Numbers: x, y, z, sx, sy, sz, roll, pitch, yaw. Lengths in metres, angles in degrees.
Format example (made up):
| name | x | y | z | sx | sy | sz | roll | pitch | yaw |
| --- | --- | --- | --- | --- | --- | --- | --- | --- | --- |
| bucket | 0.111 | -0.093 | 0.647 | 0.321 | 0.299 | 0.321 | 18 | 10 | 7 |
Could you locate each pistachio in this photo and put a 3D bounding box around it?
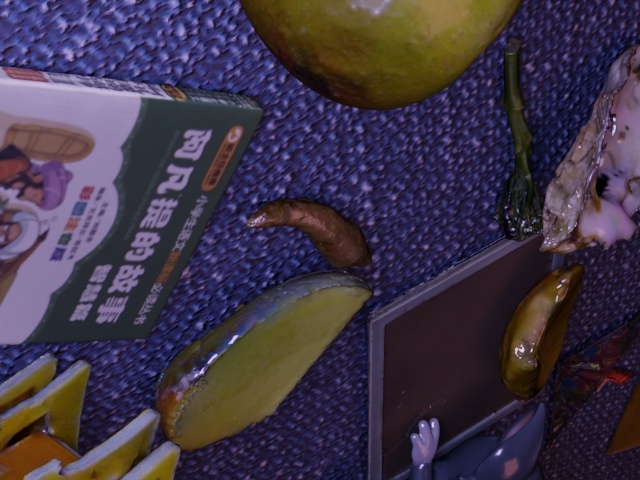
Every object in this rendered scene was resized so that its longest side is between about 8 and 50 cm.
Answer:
| name | x | y | z | sx | sy | sz | roll | pitch | yaw |
| --- | --- | --- | --- | --- | --- | --- | --- | --- | --- |
| pistachio | 0.198 | 0.084 | 1.373 | 0.089 | 0.049 | 0.173 | -47 | 155 | -44 |

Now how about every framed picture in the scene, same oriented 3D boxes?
| name | x | y | z | sx | sy | sz | roll | pitch | yaw |
| --- | --- | --- | --- | --- | --- | --- | --- | --- | --- |
| framed picture | 0.134 | 0.109 | 1.396 | 0.231 | 0.018 | 0.293 | -28 | 144 | -21 |

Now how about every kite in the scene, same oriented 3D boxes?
| name | x | y | z | sx | sy | sz | roll | pitch | yaw |
| --- | --- | --- | --- | --- | --- | --- | --- | --- | --- |
| kite | 0.298 | 0.147 | 1.614 | 0.189 | 0.009 | 0.232 | 13 | 119 | -52 |

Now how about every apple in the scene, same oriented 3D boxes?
| name | x | y | z | sx | sy | sz | roll | pitch | yaw |
| --- | --- | --- | --- | --- | --- | --- | --- | --- | --- |
| apple | 0.035 | -0.175 | 0.837 | 0.157 | 0.196 | 0.196 | 40 | 97 | -26 |

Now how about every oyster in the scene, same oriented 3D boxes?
| name | x | y | z | sx | sy | sz | roll | pitch | yaw |
| --- | --- | --- | --- | --- | --- | --- | --- | --- | --- |
| oyster | 0.243 | -0.076 | 1.245 | 0.133 | 0.072 | 0.209 | 22 | 81 | -55 |

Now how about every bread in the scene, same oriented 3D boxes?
| name | x | y | z | sx | sy | sz | roll | pitch | yaw |
| --- | --- | --- | --- | --- | --- | --- | --- | --- | --- |
| bread | 0.388 | 0.197 | 1.759 | 0.074 | 0.084 | 0.139 | -18 | 170 | -33 |

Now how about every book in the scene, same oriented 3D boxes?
| name | x | y | z | sx | sy | sz | roll | pitch | yaw |
| --- | --- | --- | --- | --- | --- | --- | --- | --- | --- |
| book | -0.177 | -0.016 | 0.931 | 0.264 | 0.027 | 0.202 | 2 | 126 | -46 |

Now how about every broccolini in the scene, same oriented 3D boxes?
| name | x | y | z | sx | sy | sz | roll | pitch | yaw |
| --- | --- | --- | --- | --- | --- | --- | --- | --- | --- |
| broccolini | 0.167 | -0.078 | 1.205 | 0.044 | 0.042 | 0.218 | -31 | 143 | -19 |

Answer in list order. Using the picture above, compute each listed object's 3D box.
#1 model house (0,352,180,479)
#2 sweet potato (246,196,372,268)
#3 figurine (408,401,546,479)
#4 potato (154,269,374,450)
| name | x | y | z | sx | sy | sz | roll | pitch | yaw |
| --- | --- | --- | --- | --- | --- | --- | --- | --- | --- |
| model house | -0.267 | 0.194 | 0.957 | 0.312 | 0.242 | 0.358 | -58 | 145 | -7 |
| sweet potato | 0.003 | -0.006 | 1.118 | 0.153 | 0.038 | 0.041 | 24 | 100 | -52 |
| figurine | 0.122 | 0.268 | 1.425 | 0.265 | 0.140 | 0.193 | -42 | 136 | -46 |
| potato | -0.051 | 0.082 | 1.146 | 0.198 | 0.054 | 0.119 | -42 | 146 | -7 |
